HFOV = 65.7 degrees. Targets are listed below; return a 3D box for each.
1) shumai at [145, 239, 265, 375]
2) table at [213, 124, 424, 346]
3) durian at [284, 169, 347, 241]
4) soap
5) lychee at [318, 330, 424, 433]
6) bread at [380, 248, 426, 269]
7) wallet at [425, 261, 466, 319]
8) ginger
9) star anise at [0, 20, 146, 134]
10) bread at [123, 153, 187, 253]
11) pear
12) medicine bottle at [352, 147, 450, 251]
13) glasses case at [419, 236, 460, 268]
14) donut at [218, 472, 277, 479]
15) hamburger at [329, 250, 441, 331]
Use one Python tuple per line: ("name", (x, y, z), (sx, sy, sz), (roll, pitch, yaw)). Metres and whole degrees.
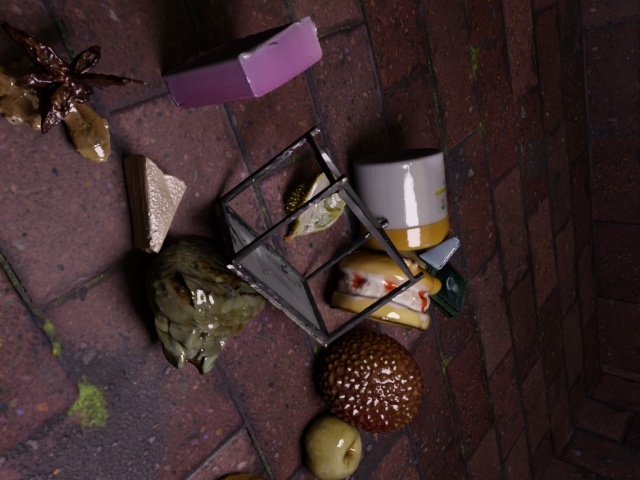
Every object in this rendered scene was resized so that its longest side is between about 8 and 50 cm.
("shumai", (-0.243, 0.131, 0.970), (0.256, 0.189, 0.218), (10, 111, -52))
("table", (0.000, 0.000, 1.045), (0.272, 0.222, 0.335), (-36, 129, 10))
("durian", (-0.020, -0.078, 1.190), (0.146, 0.102, 0.208), (31, 98, -43))
("soap", (-0.144, -0.319, 0.905), (0.181, 0.259, 0.081), (-44, 125, -32))
("lychee", (0.124, 0.369, 1.285), (0.267, 0.267, 0.267), (-9, 103, -43))
("bread", (0.249, 0.053, 1.487), (0.178, 0.060, 0.139), (-2, 99, -44))
("wallet", (0.427, 0.155, 1.686), (0.236, 0.055, 0.160), (40, 62, -40))
("ginger", (-0.429, -0.207, 0.790), (0.133, 0.059, 0.214), (-50, 129, -37))
("star anise", (-0.358, -0.244, 0.724), (0.140, 0.144, 0.158), (-17, 103, -44))
("bread", (-0.323, -0.064, 0.897), (0.105, 0.077, 0.152), (33, 70, -46))
("pear", (0.031, 0.542, 1.303), (0.167, 0.136, 0.167), (-6, 98, -46))
("medicine bottle", (0.213, -0.112, 1.301), (0.238, 0.238, 0.232), (-21, 110, -40))
("glasses case", (0.331, 0.046, 1.357), (0.056, 0.105, 0.266), (63, 9, 9))
("donut", (-0.192, 0.660, 1.121), (0.277, 0.108, 0.278), (-10, 104, -43))
("hamburger", (0.184, 0.127, 1.291), (0.302, 0.261, 0.186), (21, 80, -23))
